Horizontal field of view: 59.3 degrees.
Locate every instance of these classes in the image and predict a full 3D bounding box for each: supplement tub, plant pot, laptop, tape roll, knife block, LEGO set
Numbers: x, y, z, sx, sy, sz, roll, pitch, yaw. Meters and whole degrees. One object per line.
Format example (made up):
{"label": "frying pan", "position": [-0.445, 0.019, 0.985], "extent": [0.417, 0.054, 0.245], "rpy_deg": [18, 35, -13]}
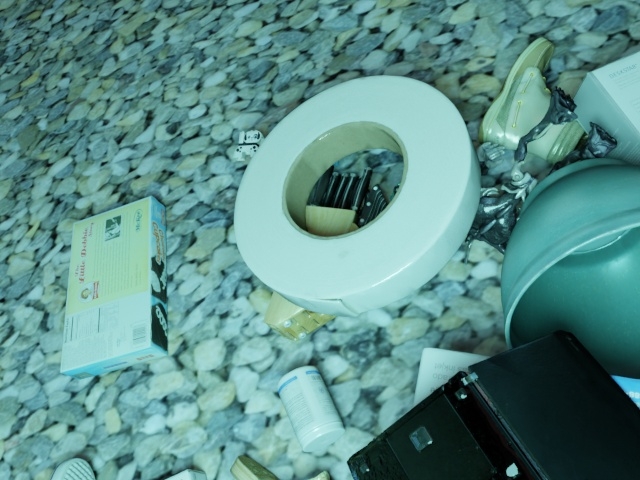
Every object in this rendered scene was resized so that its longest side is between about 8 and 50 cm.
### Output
{"label": "supplement tub", "position": [-0.016, 0.248, 0.833], "extent": [0.071, 0.071, 0.107], "rpy_deg": [-30, 57, 4]}
{"label": "plant pot", "position": [0.360, 0.020, 0.702], "extent": [0.293, 0.293, 0.196], "rpy_deg": [-14, 41, 14]}
{"label": "laptop", "position": [0.204, 0.249, 0.557], "extent": [0.264, 0.136, 0.234], "rpy_deg": [-44, 55, 15]}
{"label": "tape roll", "position": [0.045, -0.077, 0.858], "extent": [0.392, 0.072, 0.392], "rpy_deg": [-14, 58, 23]}
{"label": "knife block", "position": [0.000, 0.000, 0.948], "extent": [0.275, 0.088, 0.242], "rpy_deg": [-32, 56, 3]}
{"label": "LEGO set", "position": [-0.043, -0.193, 1.063], "extent": [0.227, 0.087, 0.093], "rpy_deg": [0, 78, 21]}

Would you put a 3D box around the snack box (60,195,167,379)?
{"label": "snack box", "position": [-0.387, 0.083, 1.069], "extent": [0.187, 0.060, 0.322], "rpy_deg": [-17, 59, 12]}

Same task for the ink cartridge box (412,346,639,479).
{"label": "ink cartridge box", "position": [0.232, 0.348, 0.627], "extent": [0.285, 0.166, 0.395], "rpy_deg": [4, 66, 24]}

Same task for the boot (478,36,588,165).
{"label": "boot", "position": [0.381, -0.227, 0.926], "extent": [0.165, 0.077, 0.213], "rpy_deg": [27, 81, 31]}

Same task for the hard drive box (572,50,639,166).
{"label": "hard drive box", "position": [0.504, -0.160, 0.793], "extent": [0.181, 0.089, 0.232], "rpy_deg": [-23, 69, -5]}

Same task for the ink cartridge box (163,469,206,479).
{"label": "ink cartridge box", "position": [-0.230, 0.417, 0.836], "extent": [0.135, 0.056, 0.099], "rpy_deg": [-26, 58, 7]}

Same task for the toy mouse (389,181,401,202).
{"label": "toy mouse", "position": [0.176, -0.073, 0.950], "extent": [0.161, 0.031, 0.143], "rpy_deg": [-21, 59, 9]}

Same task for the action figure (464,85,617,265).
{"label": "action figure", "position": [0.297, -0.082, 0.844], "extent": [0.164, 0.141, 0.276], "rpy_deg": [42, 126, 3]}

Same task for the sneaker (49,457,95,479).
{"label": "sneaker", "position": [-0.446, 0.485, 0.860], "extent": [0.161, 0.102, 0.282], "rpy_deg": [-10, 61, 20]}

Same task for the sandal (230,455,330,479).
{"label": "sandal", "position": [-0.022, 0.347, 0.774], "extent": [0.240, 0.088, 0.079], "rpy_deg": [24, 80, 35]}
